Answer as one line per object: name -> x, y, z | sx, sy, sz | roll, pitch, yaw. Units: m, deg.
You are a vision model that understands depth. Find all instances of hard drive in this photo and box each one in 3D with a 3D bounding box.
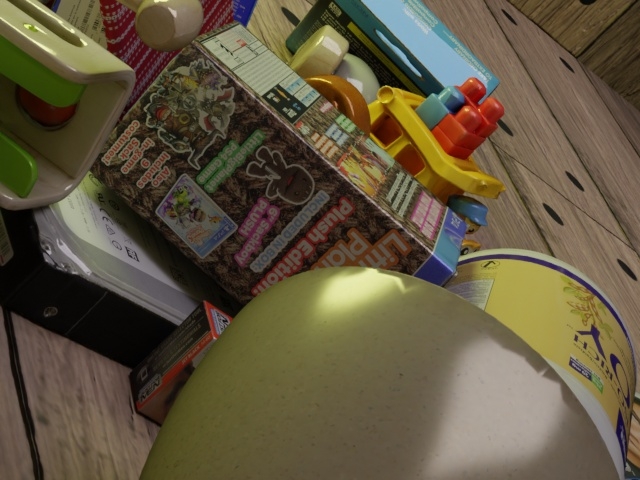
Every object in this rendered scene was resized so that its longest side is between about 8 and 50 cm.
hard drive -> -0.151, 0.019, 1.654 | 0.339, 0.064, 0.237 | 32, 23, -41

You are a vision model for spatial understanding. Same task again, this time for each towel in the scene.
towel -> -0.141, -0.204, 1.790 | 0.031, 0.199, 0.275 | 23, -30, 14

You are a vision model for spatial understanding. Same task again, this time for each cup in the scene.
cup -> 0.000, 0.214, 1.242 | 0.331, 0.331, 0.237 | 48, 43, 4

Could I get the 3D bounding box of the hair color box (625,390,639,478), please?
hair color box -> 0.279, 0.232, 2.094 | 0.374, 0.113, 0.185 | 25, 28, -51

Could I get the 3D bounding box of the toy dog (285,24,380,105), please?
toy dog -> -0.003, -0.152, 2.294 | 0.220, 0.161, 0.333 | 46, 3, 7

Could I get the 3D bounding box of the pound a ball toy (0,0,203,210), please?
pound a ball toy -> -0.248, -0.173, 1.491 | 0.319, 0.208, 0.136 | 35, 17, 13

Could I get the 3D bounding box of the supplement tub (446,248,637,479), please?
supplement tub -> 0.151, 0.168, 1.704 | 0.241, 0.241, 0.331 | 44, 23, -7

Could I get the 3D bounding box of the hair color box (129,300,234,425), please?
hair color box -> -0.061, 0.130, 1.568 | 0.167, 0.093, 0.053 | 35, 21, -32

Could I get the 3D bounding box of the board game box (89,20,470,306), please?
board game box -> -0.028, -0.037, 1.679 | 0.291, 0.141, 0.232 | 41, 12, -1

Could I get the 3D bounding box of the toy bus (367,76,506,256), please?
toy bus -> 0.116, -0.060, 2.018 | 0.220, 0.211, 0.149 | 55, 17, 18

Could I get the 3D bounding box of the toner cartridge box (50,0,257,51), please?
toner cartridge box -> -0.156, -0.232, 1.915 | 0.075, 0.165, 0.348 | 25, 3, 13

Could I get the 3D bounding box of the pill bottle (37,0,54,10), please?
pill bottle -> -0.262, -0.309, 1.921 | 0.176, 0.176, 0.318 | 48, 18, 5

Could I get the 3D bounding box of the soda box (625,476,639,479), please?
soda box -> 0.296, 0.330, 1.816 | 0.071, 0.067, 0.210 | -6, 90, -67

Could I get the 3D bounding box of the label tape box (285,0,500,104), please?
label tape box -> 0.100, -0.238, 2.460 | 0.240, 0.106, 0.333 | 45, -15, -3

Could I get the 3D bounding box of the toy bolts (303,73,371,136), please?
toy bolts -> -0.007, -0.037, 1.906 | 0.158, 0.218, 0.229 | 6, 59, -65
